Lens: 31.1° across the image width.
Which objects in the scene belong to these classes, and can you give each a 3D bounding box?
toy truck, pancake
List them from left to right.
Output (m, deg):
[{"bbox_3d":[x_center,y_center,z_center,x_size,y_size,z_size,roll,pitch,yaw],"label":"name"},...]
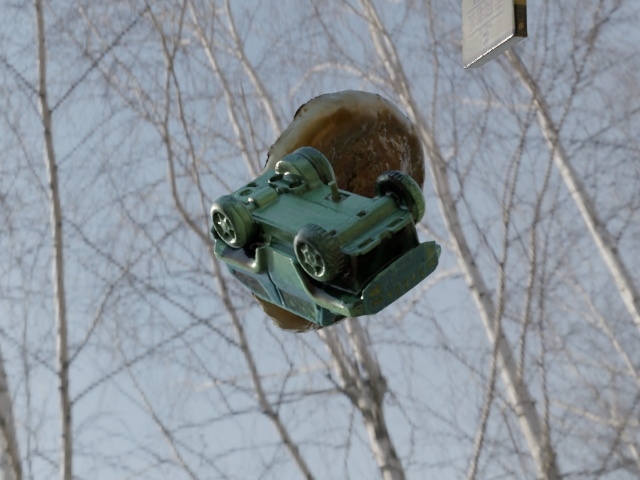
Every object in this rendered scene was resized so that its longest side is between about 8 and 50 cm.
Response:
[{"bbox_3d":[0.000,0.000,1.312,0.155,0.279,0.156,-34,-55,-30],"label":"toy truck"},{"bbox_3d":[0.033,-0.031,1.656,0.387,0.082,0.387,-30,-48,-39],"label":"pancake"}]

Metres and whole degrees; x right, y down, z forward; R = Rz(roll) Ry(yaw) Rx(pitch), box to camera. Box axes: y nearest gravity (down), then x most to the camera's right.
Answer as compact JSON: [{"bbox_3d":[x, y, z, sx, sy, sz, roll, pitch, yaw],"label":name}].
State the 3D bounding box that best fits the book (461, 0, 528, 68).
[{"bbox_3d":[0.217,-0.348,1.456,0.026,0.231,0.161,1,-6,-15],"label":"book"}]
